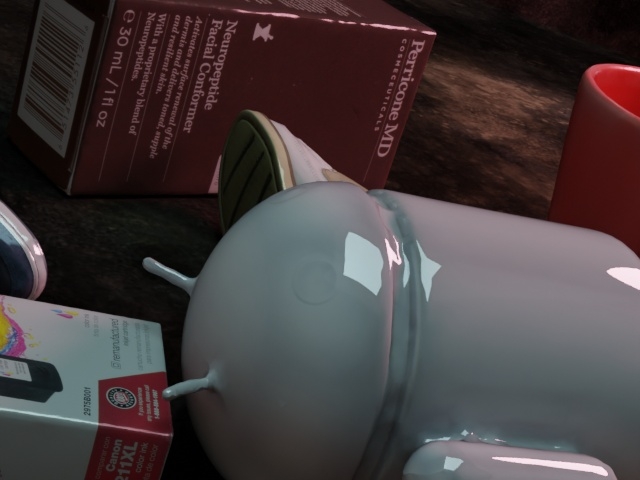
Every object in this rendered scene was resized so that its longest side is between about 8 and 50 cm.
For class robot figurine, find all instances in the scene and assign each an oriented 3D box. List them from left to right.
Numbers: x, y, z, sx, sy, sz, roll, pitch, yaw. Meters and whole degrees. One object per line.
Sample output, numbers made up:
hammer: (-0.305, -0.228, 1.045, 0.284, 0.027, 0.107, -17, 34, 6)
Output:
robot figurine: (0.068, 0.076, 0.755, 0.353, 0.200, 0.300, 10, 18, -20)

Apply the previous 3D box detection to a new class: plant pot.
plant pot: (0.298, 0.015, 1.023, 0.274, 0.243, 0.275, 16, 22, -7)

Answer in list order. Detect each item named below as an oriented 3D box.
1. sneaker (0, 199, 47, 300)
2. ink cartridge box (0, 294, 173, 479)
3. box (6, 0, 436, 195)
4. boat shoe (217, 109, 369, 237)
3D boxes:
sneaker: (-0.307, 0.002, 0.803, 0.226, 0.086, 0.163, 29, 31, 8)
ink cartridge box: (-0.180, 0.091, 0.699, 0.175, 0.072, 0.127, 12, 23, -17)
box: (-0.088, -0.152, 1.192, 0.381, 0.191, 0.143, -4, 31, -41)
boat shoe: (0.000, 0.000, 1.021, 0.103, 0.113, 0.302, 7, 35, -30)
